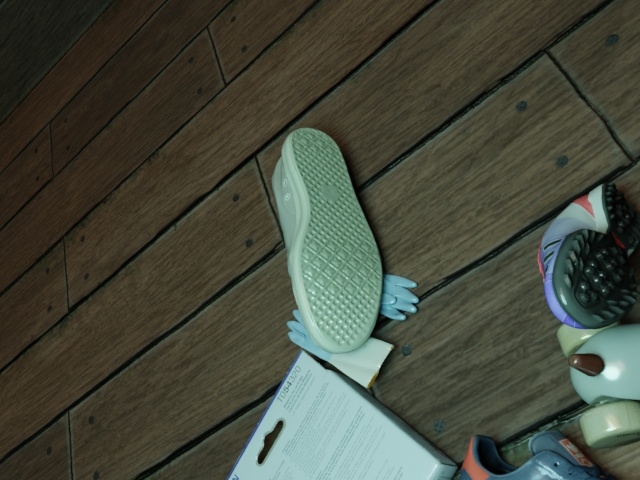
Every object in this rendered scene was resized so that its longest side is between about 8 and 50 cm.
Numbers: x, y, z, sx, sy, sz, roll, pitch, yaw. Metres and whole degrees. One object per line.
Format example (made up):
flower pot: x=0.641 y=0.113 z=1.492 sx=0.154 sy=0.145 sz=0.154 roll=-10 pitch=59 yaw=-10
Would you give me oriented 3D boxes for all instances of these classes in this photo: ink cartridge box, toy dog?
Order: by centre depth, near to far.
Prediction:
toy dog: x=0.419 y=0.117 z=0.729 sx=0.333 sy=0.161 sz=0.220 roll=-44 pitch=50 yaw=15
ink cartridge box: x=0.007 y=0.395 z=1.004 sx=0.330 sy=0.071 sz=0.324 roll=32 pitch=93 yaw=46

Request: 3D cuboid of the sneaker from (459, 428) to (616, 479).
sneaker: x=0.320 y=0.306 z=0.745 sx=0.350 sy=0.131 sz=0.148 roll=-4 pitch=73 yaw=38

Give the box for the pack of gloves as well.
pack of gloves: x=0.059 y=0.131 z=1.107 sx=0.232 sy=0.046 sz=0.195 roll=24 pitch=73 yaw=42

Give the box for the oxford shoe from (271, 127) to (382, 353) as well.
oxford shoe: x=0.000 y=0.000 z=1.129 sx=0.130 sy=0.169 sz=0.450 roll=-53 pitch=40 yaw=46

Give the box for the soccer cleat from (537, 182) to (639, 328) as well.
soccer cleat: x=0.321 y=0.029 z=0.788 sx=0.109 sy=0.318 sz=0.116 roll=50 pitch=129 yaw=-1
